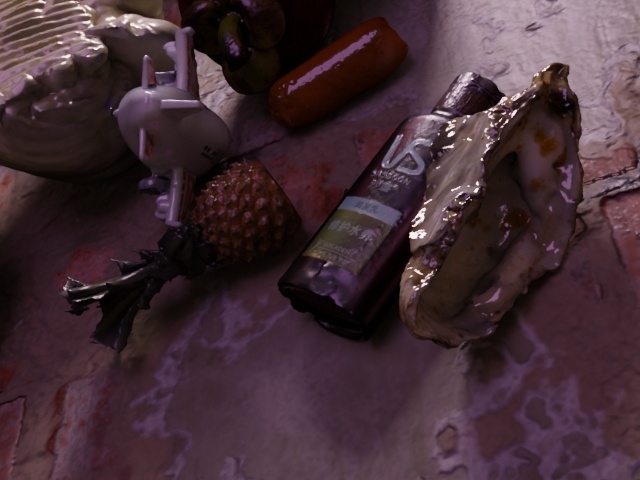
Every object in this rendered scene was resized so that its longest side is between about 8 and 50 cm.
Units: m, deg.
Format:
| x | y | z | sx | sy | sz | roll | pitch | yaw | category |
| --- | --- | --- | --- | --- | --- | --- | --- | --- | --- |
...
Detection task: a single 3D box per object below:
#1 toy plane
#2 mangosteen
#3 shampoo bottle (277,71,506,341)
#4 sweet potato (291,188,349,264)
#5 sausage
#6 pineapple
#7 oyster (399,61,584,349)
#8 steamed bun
| x | y | z | sx | sy | sz | roll | pitch | yaw | category |
| --- | --- | --- | --- | --- | --- | --- | --- | --- | --- |
| -0.177 | -0.137 | 1.333 | 0.118 | 0.252 | 0.252 | 1 | 48 | 7 | toy plane |
| -0.090 | -0.301 | 1.433 | 0.215 | 0.215 | 0.258 | -12 | 45 | 24 | mangosteen |
| 0.092 | -0.045 | 1.166 | 0.129 | 0.084 | 0.323 | 20 | 63 | 41 | shampoo bottle |
| 0.006 | 0.002 | 1.213 | 0.041 | 0.038 | 0.153 | 25 | 64 | 21 | sweet potato |
| 0.018 | -0.210 | 1.382 | 0.197 | 0.076 | 0.076 | -32 | 40 | 5 | sausage |
| -0.156 | 0.021 | 1.240 | 0.277 | 0.119 | 0.130 | -33 | 49 | 0 | pineapple |
| 0.163 | -0.037 | 1.059 | 0.110 | 0.166 | 0.341 | -19 | 49 | 51 | oyster |
| -0.347 | -0.221 | 1.514 | 0.339 | 0.247 | 0.352 | -28 | 48 | -17 | steamed bun |
